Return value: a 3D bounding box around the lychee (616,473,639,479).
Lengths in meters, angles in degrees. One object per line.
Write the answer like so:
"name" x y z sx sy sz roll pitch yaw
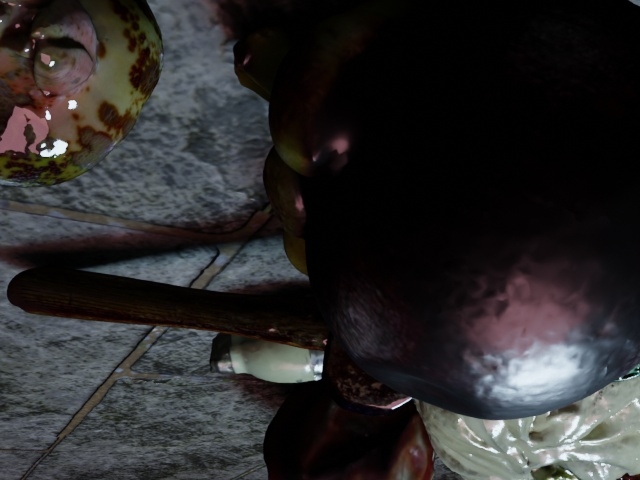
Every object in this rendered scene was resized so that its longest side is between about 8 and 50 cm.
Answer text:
"lychee" 0.634 0.445 1.418 0.304 0.276 0.275 -41 145 6

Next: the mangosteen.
"mangosteen" 0.077 -0.041 0.433 0.302 0.275 0.275 31 150 6

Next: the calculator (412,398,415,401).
"calculator" 0.275 0.279 1.266 0.177 0.040 0.268 -24 147 30

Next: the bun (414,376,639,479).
"bun" 0.284 0.214 0.919 0.359 0.211 0.360 4 150 2

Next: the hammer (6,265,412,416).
"hammer" -0.091 0.073 0.684 0.408 0.095 0.242 5 -173 5

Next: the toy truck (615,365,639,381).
"toy truck" 0.372 0.036 0.710 0.278 0.155 0.156 -6 143 2

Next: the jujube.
"jujube" 0.047 0.327 1.103 0.258 0.258 0.377 -8 166 4

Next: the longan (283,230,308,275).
"longan" 0.000 0.000 0.659 0.075 0.075 0.083 14 -172 -33

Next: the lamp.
"lamp" -0.006 0.113 0.827 0.250 0.101 0.101 -9 153 -1

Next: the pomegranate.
"pomegranate" -0.139 -0.087 0.355 0.138 0.163 0.125 -46 133 -12
